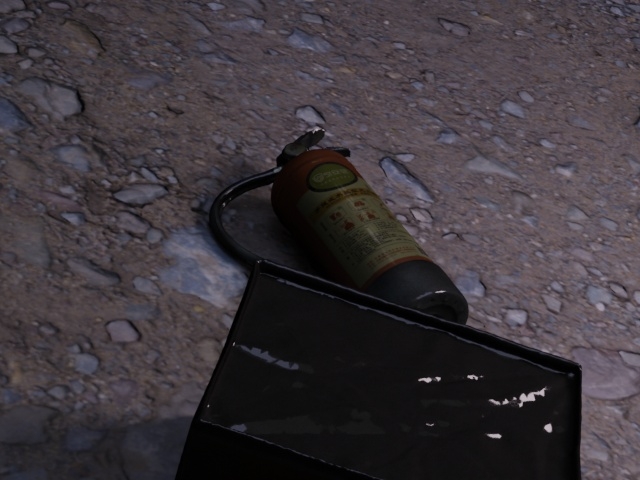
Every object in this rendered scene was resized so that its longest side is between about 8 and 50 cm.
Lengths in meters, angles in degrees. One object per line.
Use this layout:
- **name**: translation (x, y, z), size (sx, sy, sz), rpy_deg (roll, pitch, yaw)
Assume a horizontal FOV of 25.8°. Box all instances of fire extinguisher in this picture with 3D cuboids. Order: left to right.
- **fire extinguisher**: translation (0.004, -0.009, 1.633), size (0.200, 0.113, 0.376), rpy_deg (-5, 39, -30)

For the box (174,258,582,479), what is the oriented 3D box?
- **box**: translation (0.050, 0.209, 1.244), size (0.345, 0.204, 0.251), rpy_deg (18, 33, 0)
